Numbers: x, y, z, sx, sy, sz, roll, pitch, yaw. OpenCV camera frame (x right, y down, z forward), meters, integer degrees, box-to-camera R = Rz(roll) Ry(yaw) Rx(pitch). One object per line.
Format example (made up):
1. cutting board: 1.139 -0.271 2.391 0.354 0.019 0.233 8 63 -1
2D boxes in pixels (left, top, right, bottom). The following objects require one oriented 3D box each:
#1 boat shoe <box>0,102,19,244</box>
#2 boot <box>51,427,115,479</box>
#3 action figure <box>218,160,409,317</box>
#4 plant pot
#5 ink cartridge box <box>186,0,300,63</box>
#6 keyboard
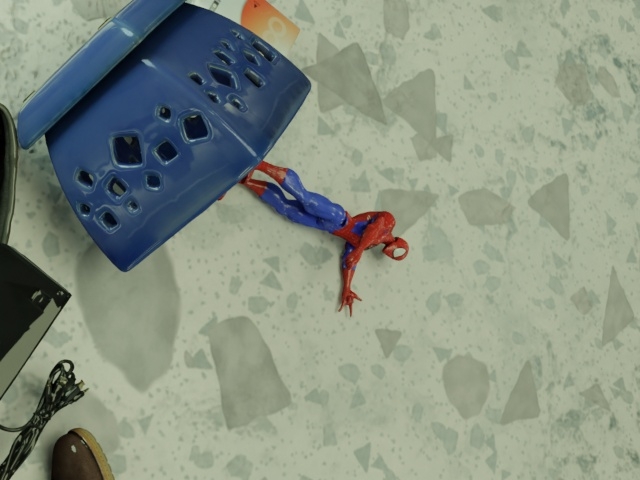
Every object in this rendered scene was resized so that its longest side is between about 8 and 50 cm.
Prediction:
1. boat shoe: -0.387 0.008 1.339 0.112 0.095 0.335 16 71 -33
2. boot: -0.314 0.327 1.325 0.207 0.090 0.248 -1 84 -38
3. action figure: 0.000 0.000 1.630 0.280 0.091 0.139 20 62 -30
4. plant pot: -0.179 -0.145 1.407 0.212 0.236 0.236 47 29 -11
5. ink cartridge box: -0.120 -0.244 1.624 0.145 0.045 0.179 37 58 -24
6. keyboard: -0.361 0.168 1.301 0.201 0.033 0.317 44 68 -29
